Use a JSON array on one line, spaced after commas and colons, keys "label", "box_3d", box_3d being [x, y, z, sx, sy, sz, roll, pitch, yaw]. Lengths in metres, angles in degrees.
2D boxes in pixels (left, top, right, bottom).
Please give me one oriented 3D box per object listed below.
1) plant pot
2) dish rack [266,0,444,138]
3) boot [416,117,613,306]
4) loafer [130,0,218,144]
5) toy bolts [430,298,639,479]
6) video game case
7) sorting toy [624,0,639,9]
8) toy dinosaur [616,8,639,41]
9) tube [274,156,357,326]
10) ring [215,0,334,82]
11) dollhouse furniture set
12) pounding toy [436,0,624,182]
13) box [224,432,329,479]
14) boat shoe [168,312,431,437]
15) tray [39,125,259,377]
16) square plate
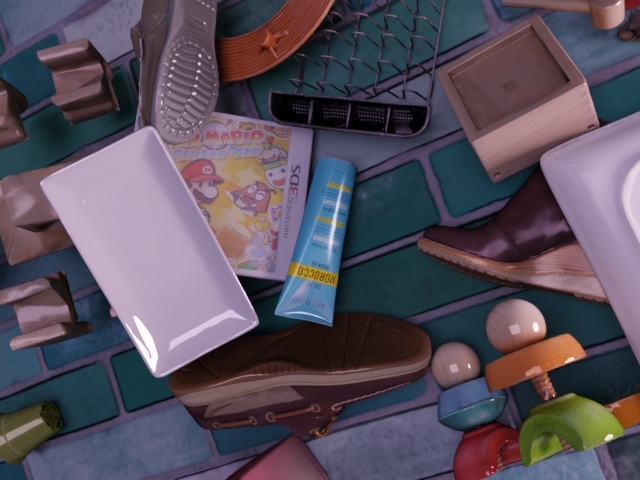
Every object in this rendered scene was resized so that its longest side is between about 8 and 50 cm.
[{"label": "plant pot", "box_3d": [-0.442, 0.284, 0.985, 0.079, 0.083, 0.083, -29, 82, 5]}, {"label": "dish rack", "box_3d": [0.056, -0.266, 0.809, 0.208, 0.074, 0.271, 10, 94, 17]}, {"label": "boot", "box_3d": [0.254, -0.047, 0.756, 0.249, 0.090, 0.206, 12, 83, 19]}, {"label": "loafer", "box_3d": [-0.184, -0.233, 0.807, 0.088, 0.094, 0.251, -8, 70, 35]}, {"label": "toy bolts", "box_3d": [0.232, 0.160, 0.731, 0.228, 0.218, 0.158, -43, 60, 46]}, {"label": "video game case", "box_3d": [-0.130, -0.061, 0.824, 0.227, 0.026, 0.206, 8, 80, -10]}, {"label": "sorting toy", "box_3d": [0.448, -0.362, 0.681, 0.366, 0.127, 0.126, -10, 58, 15]}, {"label": "toy dinosaur", "box_3d": [0.448, -0.264, 0.656, 0.118, 0.064, 0.268, 32, 133, -23]}, {"label": "tube", "box_3d": [0.000, 0.000, 0.819, 0.080, 0.052, 0.207, 15, 82, -20]}, {"label": "ring", "box_3d": [-0.108, -0.373, 0.842, 0.337, 0.032, 0.336, -4, 83, 30]}, {"label": "dollhouse furniture set", "box_3d": [-0.426, -0.025, 0.935, 0.395, 0.256, 0.361, -18, 86, -3]}, {"label": "pounding toy", "box_3d": [0.248, -0.193, 0.733, 0.206, 0.094, 0.181, -28, 50, 16]}, {"label": "box", "box_3d": [-0.075, 0.354, 0.777, 0.127, 0.232, 0.148, -38, 80, 16]}, {"label": "boat shoe", "box_3d": [-0.020, 0.186, 0.833, 0.342, 0.123, 0.123, -13, 116, 11]}, {"label": "tray", "box_3d": [-0.197, 0.016, 0.768, 0.145, 0.030, 0.270, -28, 101, -6]}, {"label": "square plate", "box_3d": [0.455, -0.005, 0.649, 0.344, 0.049, 0.347, -25, 86, 4]}]
